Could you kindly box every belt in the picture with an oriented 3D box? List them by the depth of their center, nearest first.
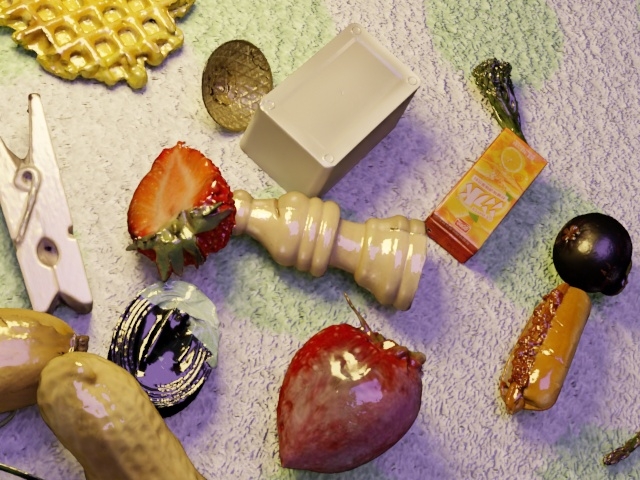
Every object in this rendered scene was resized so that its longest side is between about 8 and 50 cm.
[{"bbox_3d":[-0.217,0.151,1.508,0.151,0.078,0.198,19,61,-6],"label":"belt"}]

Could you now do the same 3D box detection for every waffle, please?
[{"bbox_3d":[-0.356,-0.391,1.721,0.307,0.060,0.311,25,62,-7],"label":"waffle"}]

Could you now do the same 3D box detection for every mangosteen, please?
[{"bbox_3d":[0.451,0.028,1.743,0.151,0.137,0.137,39,57,-29],"label":"mangosteen"}]

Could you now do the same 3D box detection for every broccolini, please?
[{"bbox_3d":[0.315,-0.218,1.853,0.068,0.091,0.202,-17,81,22],"label":"broccolini"}]

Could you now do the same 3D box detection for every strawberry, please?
[{"bbox_3d":[-0.210,-0.044,1.585,0.174,0.098,0.228,-36,38,-1],"label":"strawberry"}]

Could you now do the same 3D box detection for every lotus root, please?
[{"bbox_3d":[-0.455,0.160,1.401,0.303,0.131,0.146,-5,74,-23],"label":"lotus root"}]

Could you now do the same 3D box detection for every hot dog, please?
[{"bbox_3d":[0.343,0.165,1.656,0.076,0.102,0.249,51,56,-32],"label":"hot dog"}]

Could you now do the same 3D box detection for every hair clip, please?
[{"bbox_3d":[-0.406,-0.046,1.537,0.101,0.085,0.330,-15,78,-20],"label":"hair clip"}]

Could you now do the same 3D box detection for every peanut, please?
[{"bbox_3d":[-0.253,0.277,1.384,0.147,0.148,0.318,-44,108,-28],"label":"peanut"}]

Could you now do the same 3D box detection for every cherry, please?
[{"bbox_3d":[0.029,0.225,1.493,0.192,0.175,0.249,38,63,13],"label":"cherry"}]

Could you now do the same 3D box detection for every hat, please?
[{"bbox_3d":[-0.152,-0.248,1.722,0.146,0.067,0.145,-10,104,-43],"label":"hat"}]

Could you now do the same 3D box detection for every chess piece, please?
[{"bbox_3d":[0.000,0.000,1.629,0.307,0.124,0.138,15,96,-6],"label":"chess piece"}]

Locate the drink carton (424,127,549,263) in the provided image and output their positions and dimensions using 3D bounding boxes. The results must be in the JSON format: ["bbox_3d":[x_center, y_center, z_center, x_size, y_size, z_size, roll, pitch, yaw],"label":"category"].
[{"bbox_3d":[0.268,-0.074,1.758,0.096,0.071,0.223,41,62,3],"label":"drink carton"}]

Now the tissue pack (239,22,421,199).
[{"bbox_3d":[0.017,-0.201,1.704,0.159,0.136,0.246,44,62,5],"label":"tissue pack"}]

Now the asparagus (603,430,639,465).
[{"bbox_3d":[0.529,0.285,1.701,0.248,0.024,0.025,-34,37,-26],"label":"asparagus"}]

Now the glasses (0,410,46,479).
[{"bbox_3d":[-0.423,0.325,1.380,0.239,0.102,0.207,-7,39,-20],"label":"glasses"}]
